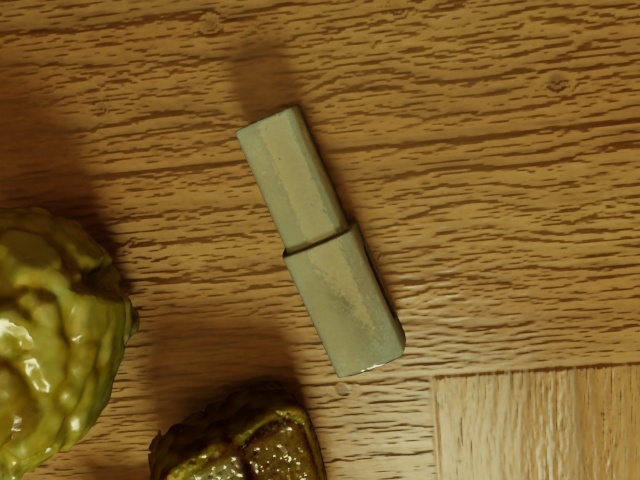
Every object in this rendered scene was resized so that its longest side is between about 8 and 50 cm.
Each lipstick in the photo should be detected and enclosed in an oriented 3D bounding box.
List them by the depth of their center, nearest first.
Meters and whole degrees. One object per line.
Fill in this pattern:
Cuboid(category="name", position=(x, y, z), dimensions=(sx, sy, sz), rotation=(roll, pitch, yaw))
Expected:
Cuboid(category="lipstick", position=(0.000, 0.000, 0.581), dimensions=(0.077, 0.079, 0.253), rotation=(-22, 101, 11))

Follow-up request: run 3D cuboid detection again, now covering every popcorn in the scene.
Cuboid(category="popcorn", position=(-0.295, 0.087, 0.554), dimensions=(0.225, 0.249, 0.249), rotation=(22, 106, 12))

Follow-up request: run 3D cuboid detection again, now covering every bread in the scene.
Cuboid(category="bread", position=(-0.076, 0.270, 0.620), dimensions=(0.181, 0.096, 0.222), rotation=(-18, 103, -22))
